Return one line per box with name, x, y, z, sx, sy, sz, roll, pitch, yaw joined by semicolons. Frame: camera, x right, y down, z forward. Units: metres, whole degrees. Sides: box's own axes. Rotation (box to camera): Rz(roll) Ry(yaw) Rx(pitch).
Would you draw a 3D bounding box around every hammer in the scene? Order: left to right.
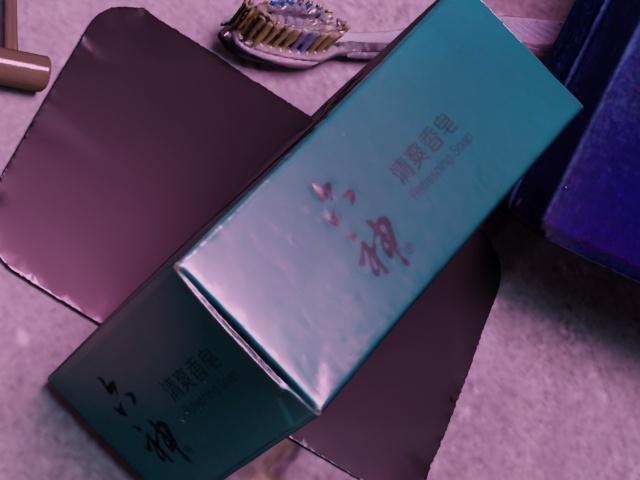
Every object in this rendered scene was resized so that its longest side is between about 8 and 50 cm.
hammer;-0.158;-0.125;0.971;0.035;0.019;0.110;10;57;-26

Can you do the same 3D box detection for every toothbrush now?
toothbrush;0.125;-0.115;1.116;0.413;0.042;0.035;-1;68;-33

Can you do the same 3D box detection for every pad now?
pad;-0.031;0.002;0.988;0.267;0.004;0.181;33;55;-13

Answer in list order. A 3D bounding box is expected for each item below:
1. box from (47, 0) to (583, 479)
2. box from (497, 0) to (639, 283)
box;0.000;0.000;0.909;0.092;0.153;0.245;45;52;-4
box;0.271;-0.086;1.048;0.261;0.116;0.279;24;95;-17
